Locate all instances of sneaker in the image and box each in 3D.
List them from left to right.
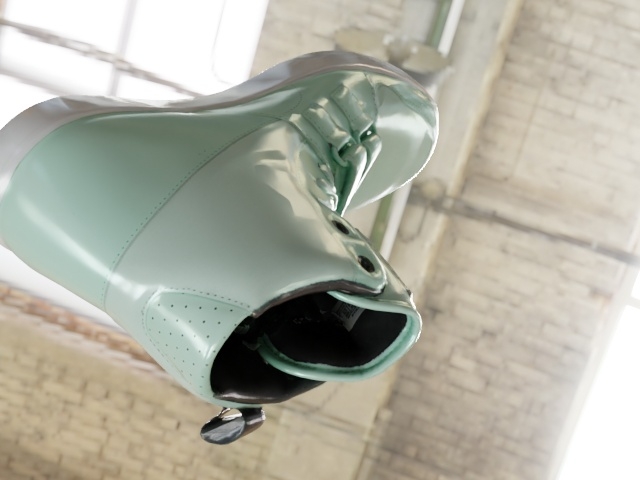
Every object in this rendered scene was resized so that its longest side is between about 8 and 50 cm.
[{"bbox_3d":[0.000,0.000,0.580,0.151,0.094,0.256,40,-146,26],"label":"sneaker"}]
